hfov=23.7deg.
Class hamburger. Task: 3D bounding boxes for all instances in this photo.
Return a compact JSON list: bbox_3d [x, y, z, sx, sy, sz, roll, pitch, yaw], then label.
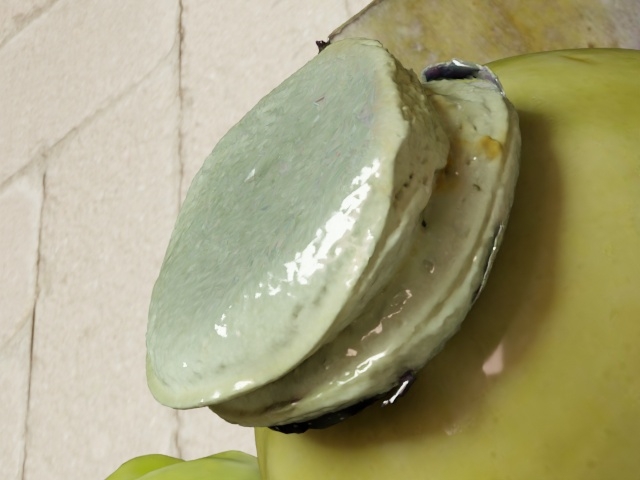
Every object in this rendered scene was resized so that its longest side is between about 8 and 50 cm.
[{"bbox_3d":[0.000,0.000,0.496,0.140,0.062,0.133,-41,30,32],"label":"hamburger"}]

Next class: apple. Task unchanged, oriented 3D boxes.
[{"bbox_3d":[0.102,0.056,0.590,0.262,0.262,0.262,-28,49,37],"label":"apple"}]

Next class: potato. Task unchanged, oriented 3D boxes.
[{"bbox_3d":[0.118,-0.115,0.762,0.098,0.138,0.243,-44,7,-34],"label":"potato"}]

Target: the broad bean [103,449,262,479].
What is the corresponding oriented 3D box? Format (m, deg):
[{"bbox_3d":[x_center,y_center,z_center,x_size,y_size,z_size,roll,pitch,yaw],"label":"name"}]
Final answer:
[{"bbox_3d":[-0.045,0.237,0.685,0.238,0.119,0.291,-7,73,9],"label":"broad bean"}]
